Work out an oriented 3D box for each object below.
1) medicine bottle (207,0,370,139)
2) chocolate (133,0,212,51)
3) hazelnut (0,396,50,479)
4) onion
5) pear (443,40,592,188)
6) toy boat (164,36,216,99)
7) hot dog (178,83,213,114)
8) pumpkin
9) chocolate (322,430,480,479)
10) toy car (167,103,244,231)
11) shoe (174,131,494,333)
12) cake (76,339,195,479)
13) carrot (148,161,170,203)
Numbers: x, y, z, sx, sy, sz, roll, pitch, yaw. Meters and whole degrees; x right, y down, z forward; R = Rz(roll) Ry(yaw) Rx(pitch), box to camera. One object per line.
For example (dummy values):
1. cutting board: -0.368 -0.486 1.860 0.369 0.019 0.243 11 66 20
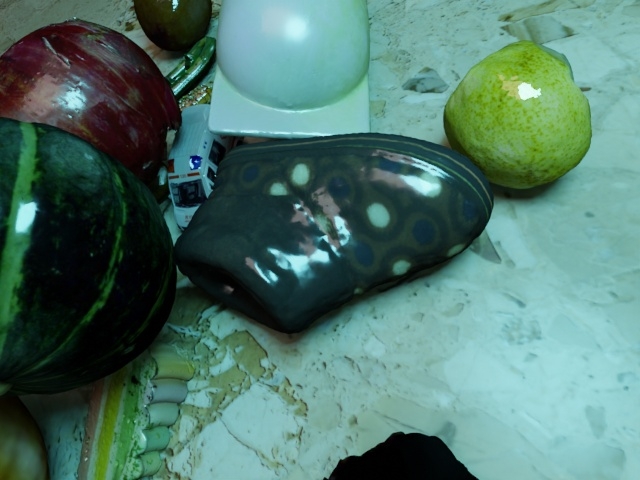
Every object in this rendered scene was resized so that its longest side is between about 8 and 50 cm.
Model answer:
1. medicine bottle: -0.040 -0.319 0.665 0.235 0.236 0.407 -8 61 16
2. chocolate: -0.316 -0.486 0.896 0.176 0.177 0.177 -8 62 16
3. hazelnut: -0.481 0.304 0.474 0.372 0.315 0.373 -49 32 46
4. onion: -0.341 -0.168 0.604 0.276 0.276 0.276 -8 62 16
5. pear: 0.246 -0.149 0.525 0.177 0.178 0.178 -8 62 16
6. toy boat: -0.283 -0.333 0.864 0.210 0.052 0.104 -49 41 -7
7. hot dog: -0.260 -0.266 0.835 0.122 0.037 0.049 -40 55 -3
8. pumpkin: -0.314 0.033 0.431 0.323 0.323 0.242 -22 62 8
9. chocolate: 0.054 0.309 0.399 0.177 0.206 0.224 -42 31 50
10. toy car: -0.194 -0.114 0.693 0.089 0.108 0.210 -2 65 19
11. shoe: 0.000 0.000 0.527 0.383 0.171 0.237 7 61 24
12. cake: -0.248 0.242 0.576 0.109 0.090 0.226 9 87 22
13. carrot: -0.362 -0.039 0.742 0.260 0.070 0.070 -43 59 -2
